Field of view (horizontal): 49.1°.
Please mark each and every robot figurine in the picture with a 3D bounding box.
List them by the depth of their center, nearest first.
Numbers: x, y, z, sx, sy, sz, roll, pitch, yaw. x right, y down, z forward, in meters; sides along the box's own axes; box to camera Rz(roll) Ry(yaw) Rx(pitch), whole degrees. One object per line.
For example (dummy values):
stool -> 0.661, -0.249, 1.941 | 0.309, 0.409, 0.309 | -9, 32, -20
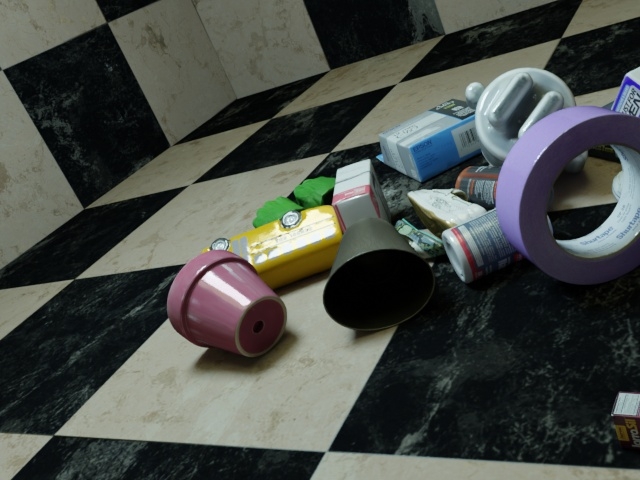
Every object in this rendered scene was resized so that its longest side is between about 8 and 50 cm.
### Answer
robot figurine -> 0.438, -0.245, 1.506 | 0.200, 0.300, 0.353 | -51, -15, 7

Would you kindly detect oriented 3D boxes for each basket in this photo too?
basket -> 0.102, 0.051, 1.348 | 0.204, 0.154, 0.227 | -20, 19, 7

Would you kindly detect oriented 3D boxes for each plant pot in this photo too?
plant pot -> -0.171, 0.138, 1.391 | 0.201, 0.201, 0.180 | -37, 41, -29

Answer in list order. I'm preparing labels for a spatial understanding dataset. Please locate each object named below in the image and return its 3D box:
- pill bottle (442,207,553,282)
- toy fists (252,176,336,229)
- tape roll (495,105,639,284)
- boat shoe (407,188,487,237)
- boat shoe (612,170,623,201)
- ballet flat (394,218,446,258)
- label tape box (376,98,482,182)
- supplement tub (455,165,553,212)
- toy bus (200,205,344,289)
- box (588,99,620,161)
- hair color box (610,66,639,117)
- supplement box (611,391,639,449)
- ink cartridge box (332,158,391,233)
pill bottle -> 0.326, -0.004, 1.288 | 0.180, 0.108, 0.108 | -24, 22, 0
toy fists -> -0.050, -0.089, 1.885 | 0.279, 0.096, 0.142 | -32, 33, -22
tape roll -> 0.425, -0.071, 1.117 | 0.275, 0.274, 0.090 | -25, 22, -3
boat shoe -> 0.270, -0.063, 1.470 | 0.096, 0.098, 0.277 | -37, 23, -2
boat shoe -> 0.591, -0.098, 1.274 | 0.083, 0.075, 0.226 | -20, 22, 8
ballet flat -> 0.201, 0.009, 1.467 | 0.070, 0.070, 0.188 | -28, 20, -9
label tape box -> 0.304, -0.295, 1.964 | 0.249, 0.115, 0.347 | -27, 24, -7
supplement tub -> 0.381, -0.101, 1.455 | 0.106, 0.106, 0.198 | -35, 24, -25
toy bus -> -0.101, 0.032, 1.598 | 0.333, 0.108, 0.130 | -21, 53, 8
box -> 0.677, -0.247, 1.547 | 0.183, 0.059, 0.233 | -27, 23, -10
hair color box -> 0.654, -0.167, 1.097 | 0.185, 0.110, 0.339 | -29, 62, -14
supplement box -> 0.389, 0.211, 0.811 | 0.083, 0.055, 0.043 | -6, 28, 39
ink cartridge box -> 0.098, -0.071, 1.602 | 0.092, 0.158, 0.218 | -19, 23, 11
